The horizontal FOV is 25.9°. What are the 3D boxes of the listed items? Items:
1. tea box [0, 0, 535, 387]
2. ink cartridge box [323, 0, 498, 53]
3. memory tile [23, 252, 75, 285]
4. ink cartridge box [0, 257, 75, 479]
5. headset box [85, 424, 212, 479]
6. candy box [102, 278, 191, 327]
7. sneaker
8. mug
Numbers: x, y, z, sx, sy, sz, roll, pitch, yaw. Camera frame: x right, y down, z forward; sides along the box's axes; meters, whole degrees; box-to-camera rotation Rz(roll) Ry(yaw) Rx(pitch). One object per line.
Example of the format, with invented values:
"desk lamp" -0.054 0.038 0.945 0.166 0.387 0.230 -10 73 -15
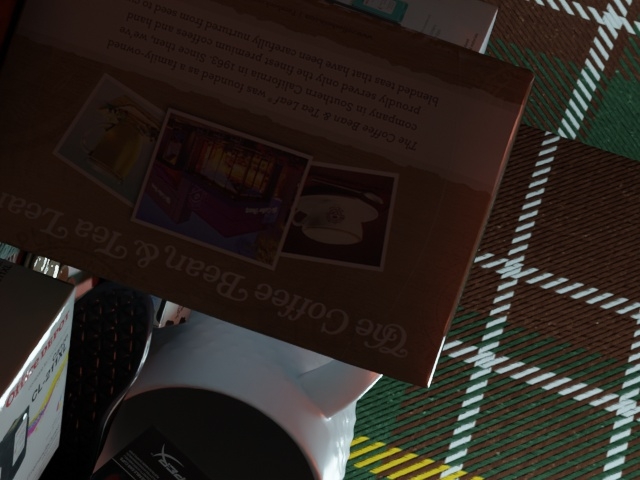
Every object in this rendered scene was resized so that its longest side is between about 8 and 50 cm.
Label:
"tea box" -0.038 -0.052 1.018 0.323 0.329 0.219 11 98 -85
"ink cartridge box" 0.035 -0.188 1.618 0.198 0.270 0.197 102 9 -49
"memory tile" -0.234 0.064 1.128 0.148 0.012 0.113 87 22 -74
"ink cartridge box" -0.235 0.118 0.976 0.127 0.072 0.175 -64 172 -49
"headset box" -0.221 0.332 1.229 0.293 0.110 0.218 -40 159 -28
"candy box" -0.143 -0.033 1.403 0.159 0.071 0.233 24 83 -85
"sneaker" -0.220 0.137 1.263 0.097 0.084 0.234 -110 -137 -80
"mug" -0.057 0.165 1.553 0.374 0.276 0.328 -32 -164 25
